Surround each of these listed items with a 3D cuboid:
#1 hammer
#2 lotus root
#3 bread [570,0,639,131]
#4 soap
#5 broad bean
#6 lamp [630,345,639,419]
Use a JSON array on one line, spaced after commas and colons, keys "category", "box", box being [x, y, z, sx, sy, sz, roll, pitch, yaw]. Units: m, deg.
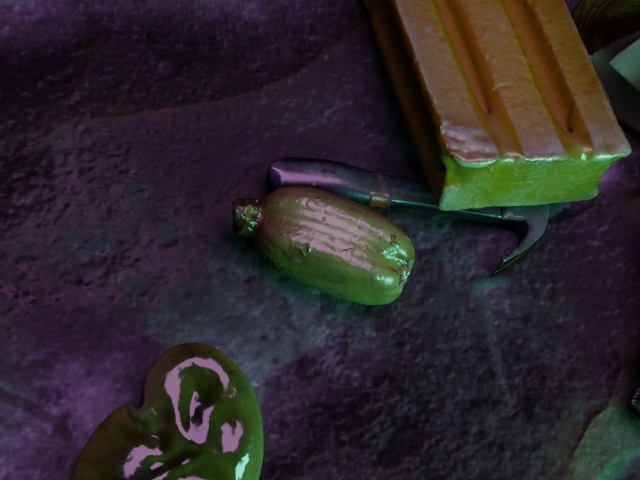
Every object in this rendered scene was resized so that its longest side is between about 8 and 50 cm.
[{"category": "hammer", "box": [0.087, -0.040, 1.686, 0.290, 0.037, 0.137, 6, 60, -13]}, {"category": "lotus root", "box": [0.000, 0.000, 1.615, 0.183, 0.077, 0.090, 19, 73, -4]}, {"category": "bread", "box": [0.360, -0.196, 1.741, 0.212, 0.224, 0.142, 21, 51, 31]}, {"category": "soap", "box": [0.166, -0.180, 1.727, 0.199, 0.091, 0.315, -6, 57, -19]}, {"category": "broad bean", "box": [-0.129, 0.194, 1.491, 0.153, 0.072, 0.206, 24, 70, 1]}, {"category": "lamp", "box": [0.386, 0.029, 1.656, 0.182, 0.182, 0.314, 43, 67, 9]}]
